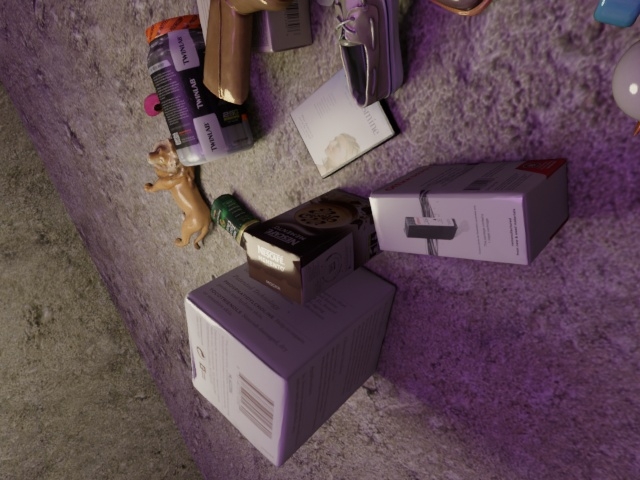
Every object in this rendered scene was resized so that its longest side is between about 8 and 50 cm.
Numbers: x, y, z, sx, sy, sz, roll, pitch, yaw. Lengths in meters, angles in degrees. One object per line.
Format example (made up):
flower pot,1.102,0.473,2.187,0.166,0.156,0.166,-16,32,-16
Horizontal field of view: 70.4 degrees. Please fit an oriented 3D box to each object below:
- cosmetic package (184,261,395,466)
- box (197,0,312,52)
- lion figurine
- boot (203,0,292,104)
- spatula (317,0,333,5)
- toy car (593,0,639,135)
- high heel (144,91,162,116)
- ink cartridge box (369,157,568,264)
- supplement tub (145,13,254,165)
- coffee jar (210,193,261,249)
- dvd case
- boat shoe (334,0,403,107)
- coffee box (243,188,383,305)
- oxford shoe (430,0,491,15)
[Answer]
cosmetic package,-0.073,0.246,1.136,0.327,0.393,0.330,30,130,30
box,-0.148,-0.496,0.997,0.232,0.126,0.149,19,126,38
lion figurine,-0.454,-0.145,1.525,0.240,0.142,0.393,-12,117,40
boot,-0.150,-0.399,0.900,0.236,0.089,0.270,46,140,30
spatula,0.060,-0.562,0.833,0.168,0.019,0.242,27,129,34
toy car,0.438,-0.237,0.548,0.219,0.210,0.238,24,157,18
high heel,-0.468,-0.420,1.411,0.244,0.082,0.117,-27,95,42
ink cartridge box,0.253,-0.058,0.786,0.272,0.196,0.114,6,116,44
supplement tub,-0.312,-0.378,1.170,0.207,0.207,0.339,1,113,45
coffee jar,-0.252,-0.054,1.389,0.184,0.079,0.096,41,136,21
dvd case,0.045,-0.264,1.014,0.253,0.022,0.181,-24,94,49
boat shoe,0.075,-0.370,0.785,0.109,0.094,0.302,29,154,42
coffee box,0.000,0.000,0.998,0.168,0.297,0.119,22,127,35
oxford shoe,0.126,-0.491,0.712,0.364,0.132,0.130,48,134,8
